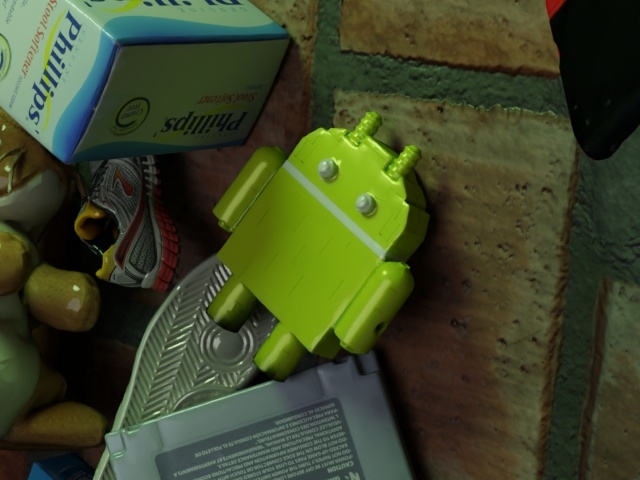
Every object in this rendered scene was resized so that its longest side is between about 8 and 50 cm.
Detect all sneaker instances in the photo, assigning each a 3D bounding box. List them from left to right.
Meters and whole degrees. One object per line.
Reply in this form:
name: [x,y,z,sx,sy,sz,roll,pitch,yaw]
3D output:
sneaker: [-0.219,-0.044,2.056,0.088,0.093,0.225,-65,35,39]
sneaker: [-0.149,0.161,2.077,0.131,0.148,0.350,29,94,-3]

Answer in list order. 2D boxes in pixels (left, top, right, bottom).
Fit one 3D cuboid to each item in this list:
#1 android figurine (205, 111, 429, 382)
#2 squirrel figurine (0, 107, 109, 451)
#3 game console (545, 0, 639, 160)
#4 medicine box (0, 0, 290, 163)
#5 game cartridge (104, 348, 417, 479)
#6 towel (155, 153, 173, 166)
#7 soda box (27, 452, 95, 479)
android figurine: [0.000,0.000,1.924,0.273,0.056,0.248,-53,55,13]
squirrel figurine: [-0.416,0.039,2.150,0.397,0.281,0.370,-12,70,48]
game console: [0.292,-0.299,1.557,0.386,0.060,0.342,128,141,-50]
medicine box: [-0.229,-0.221,1.987,0.289,0.263,0.149,40,119,28]
game cartridge: [-0.054,0.245,1.959,0.294,0.060,0.196,-18,80,5]
towel: [-0.198,-0.138,2.125,0.119,0.029,0.067,44,120,27]
soda box: [-0.249,0.334,2.205,0.210,0.067,0.071,36,116,30]
